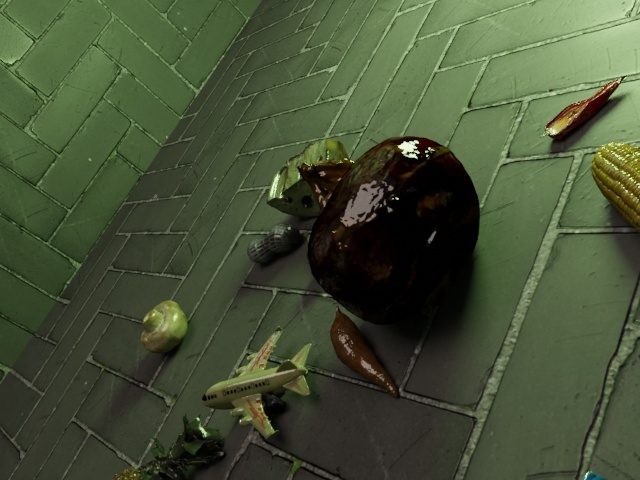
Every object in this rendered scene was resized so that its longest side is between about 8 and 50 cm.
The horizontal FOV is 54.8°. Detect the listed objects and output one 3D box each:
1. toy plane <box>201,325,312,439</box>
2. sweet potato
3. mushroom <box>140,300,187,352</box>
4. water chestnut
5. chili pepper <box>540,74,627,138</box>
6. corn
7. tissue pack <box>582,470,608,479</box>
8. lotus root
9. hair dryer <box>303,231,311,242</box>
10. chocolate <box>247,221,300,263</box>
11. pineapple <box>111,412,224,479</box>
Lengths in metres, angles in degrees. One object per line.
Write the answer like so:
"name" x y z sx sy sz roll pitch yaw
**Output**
"toy plane" -0.126 0.292 1.228 0.256 0.104 0.242 -31 38 28
"sweet potato" 0.069 0.212 1.115 0.068 0.068 0.226 -45 45 7
"mushroom" -0.420 0.232 1.653 0.148 0.112 0.148 -40 24 23
"water chestnut" 0.103 -0.039 1.093 0.346 0.335 0.335 33 81 22
"chili pepper" 0.477 -0.238 1.119 0.178 0.027 0.045 -41 36 14
"corn" 0.470 -0.054 0.871 0.101 0.101 0.292 -37 29 19
"tissue pack" 0.332 0.362 0.536 0.263 0.146 0.198 14 69 55
"lotus root" -0.018 -0.150 1.542 0.234 0.138 0.119 -25 34 35
"hair dryer" 0.000 0.000 1.444 0.100 0.057 0.197 -50 26 -5
"chocolate" -0.119 0.006 1.560 0.167 0.072 0.072 -29 36 33
"pineapple" -0.329 0.477 1.275 0.277 0.119 0.130 -42 13 7
